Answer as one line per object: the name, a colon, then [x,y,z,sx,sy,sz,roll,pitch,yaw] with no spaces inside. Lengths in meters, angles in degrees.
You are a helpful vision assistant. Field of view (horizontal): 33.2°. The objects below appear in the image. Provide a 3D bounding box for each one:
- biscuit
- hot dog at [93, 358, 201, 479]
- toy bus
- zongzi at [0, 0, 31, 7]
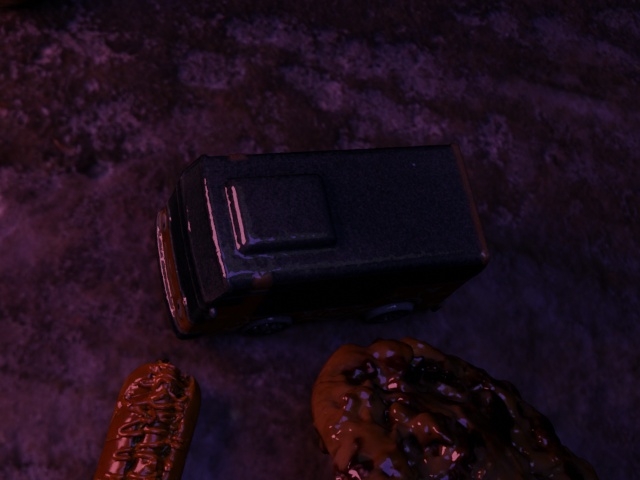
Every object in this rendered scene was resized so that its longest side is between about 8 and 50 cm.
biscuit: [0.141,0.198,0.914,0.334,0.081,0.289,30,27,-23]
hot dog: [-0.148,0.182,0.907,0.072,0.055,0.188,19,63,-11]
toy bus: [0.000,0.000,0.978,0.275,0.167,0.138,-5,70,-22]
zongzi: [-0.187,-0.302,1.069,0.289,0.123,0.260,28,65,-12]
